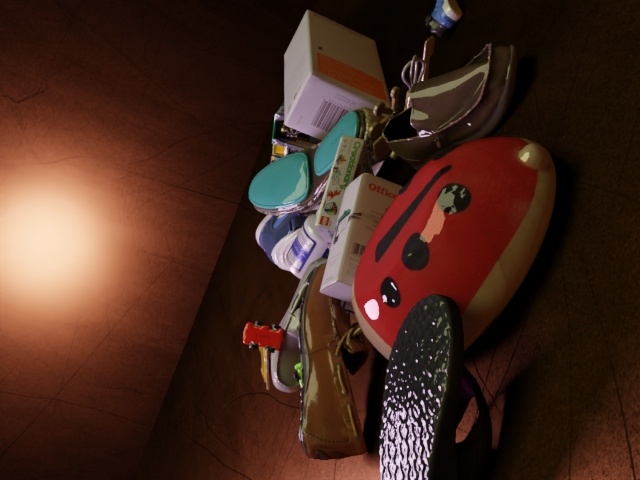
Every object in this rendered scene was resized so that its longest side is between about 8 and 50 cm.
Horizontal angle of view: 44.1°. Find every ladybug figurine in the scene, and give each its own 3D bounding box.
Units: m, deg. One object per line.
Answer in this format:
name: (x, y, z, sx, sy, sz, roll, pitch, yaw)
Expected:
ladybug figurine: (0.181, 0.012, 1.195, 0.305, 0.162, 0.449, -88, 24, -49)

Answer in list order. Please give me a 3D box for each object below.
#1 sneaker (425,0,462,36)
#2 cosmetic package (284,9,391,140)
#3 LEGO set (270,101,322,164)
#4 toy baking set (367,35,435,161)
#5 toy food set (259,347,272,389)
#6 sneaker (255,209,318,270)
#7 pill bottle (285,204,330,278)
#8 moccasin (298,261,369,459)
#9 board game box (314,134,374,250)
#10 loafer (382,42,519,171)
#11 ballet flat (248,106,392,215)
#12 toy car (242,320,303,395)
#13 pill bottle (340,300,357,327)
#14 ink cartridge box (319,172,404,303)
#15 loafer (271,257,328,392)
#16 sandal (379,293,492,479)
sneaker: (0.264, -0.510, 1.750, 0.084, 0.058, 0.152, -47, 33, 36)
cosmetic package: (0.036, -0.430, 2.110, 0.161, 0.230, 0.453, -60, 19, 30)
LEGO set: (-0.023, -0.280, 2.293, 0.255, 0.192, 0.331, -60, -17, -60)
toy baking set: (0.179, -0.275, 1.600, 0.256, 0.030, 0.197, -56, -24, -3)
toy food set: (-0.117, 0.299, 2.042, 0.218, 0.071, 0.128, -135, 43, -75)
sneaker: (-0.021, -0.062, 2.104, 0.323, 0.130, 0.236, -52, 39, 0)
pill bottle: (0.000, 0.000, 1.911, 0.112, 0.112, 0.187, -91, 27, -52)
moccasin: (0.035, 0.212, 1.471, 0.139, 0.147, 0.380, 74, -168, -52)
board game box: (0.060, -0.074, 1.664, 0.305, 0.053, 0.193, 58, -133, -73)
loafer: (0.220, -0.233, 1.421, 0.366, 0.130, 0.134, 135, 150, -57)
ballet flat: (0.022, -0.160, 1.895, 0.483, 0.182, 0.164, -28, 54, 48)
toy car: (-0.035, 0.246, 1.704, 0.239, 0.053, 0.225, -25, 71, 17)
pill bottle: (0.056, 0.115, 1.628, 0.086, 0.086, 0.152, -158, 89, -74)
ink cartridge box: (0.107, 0.009, 1.451, 0.092, 0.160, 0.219, -37, 35, 62)
loafer: (-0.033, 0.187, 1.796, 0.111, 0.112, 0.319, 131, 156, -71)
sandal: (0.156, 0.297, 1.054, 0.167, 0.107, 0.446, 168, 107, -64)
